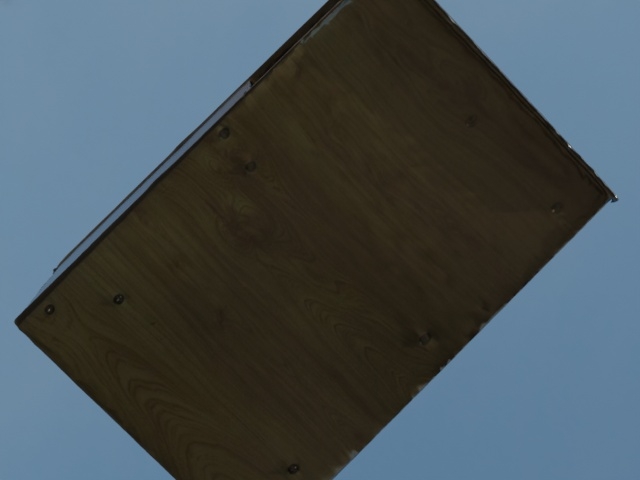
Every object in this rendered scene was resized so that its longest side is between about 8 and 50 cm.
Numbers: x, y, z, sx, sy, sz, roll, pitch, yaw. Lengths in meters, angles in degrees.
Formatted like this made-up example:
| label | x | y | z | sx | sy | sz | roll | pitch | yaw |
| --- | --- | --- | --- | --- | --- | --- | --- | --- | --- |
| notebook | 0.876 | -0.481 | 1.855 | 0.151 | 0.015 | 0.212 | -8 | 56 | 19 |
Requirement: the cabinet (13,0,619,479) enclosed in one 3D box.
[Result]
| label | x | y | z | sx | sy | sz | roll | pitch | yaw |
| --- | --- | --- | --- | --- | --- | --- | --- | --- | --- |
| cabinet | 0.000 | 0.000 | 0.845 | 0.215 | 0.148 | 0.175 | -45 | -174 | 3 |
